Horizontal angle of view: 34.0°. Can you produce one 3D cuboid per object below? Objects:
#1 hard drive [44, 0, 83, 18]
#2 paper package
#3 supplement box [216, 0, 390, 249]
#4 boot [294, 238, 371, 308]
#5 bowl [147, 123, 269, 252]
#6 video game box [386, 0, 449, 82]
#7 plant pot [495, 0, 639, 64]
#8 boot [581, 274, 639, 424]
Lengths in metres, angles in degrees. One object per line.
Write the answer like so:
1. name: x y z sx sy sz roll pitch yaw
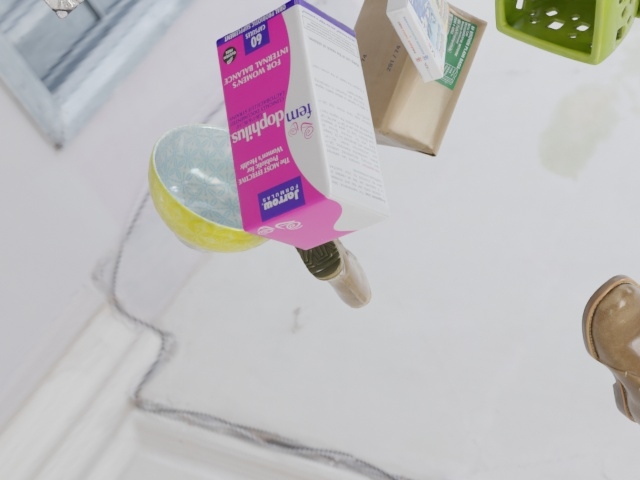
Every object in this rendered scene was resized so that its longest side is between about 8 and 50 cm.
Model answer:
1. hard drive: -0.313 -0.444 1.136 0.237 0.339 0.064 -40 -149 2
2. paper package: 0.180 -0.373 2.344 0.309 0.168 0.324 22 -89 60
3. supplement box: -0.019 -0.115 1.068 0.111 0.114 0.220 -22 -111 30
4. boot: 0.000 0.000 1.910 0.089 0.269 0.236 -23 -107 8
5. bowl: -0.203 -0.069 1.983 0.289 0.290 0.156 -87 -159 -49
6. video game box: 0.189 -0.438 1.994 0.048 0.187 0.205 -9 -130 24
7. plant pot: 0.449 -0.465 1.792 0.207 0.227 0.228 -34 -134 -30
8. boot: 0.433 0.162 1.370 0.112 0.305 0.115 -38 -141 -5
